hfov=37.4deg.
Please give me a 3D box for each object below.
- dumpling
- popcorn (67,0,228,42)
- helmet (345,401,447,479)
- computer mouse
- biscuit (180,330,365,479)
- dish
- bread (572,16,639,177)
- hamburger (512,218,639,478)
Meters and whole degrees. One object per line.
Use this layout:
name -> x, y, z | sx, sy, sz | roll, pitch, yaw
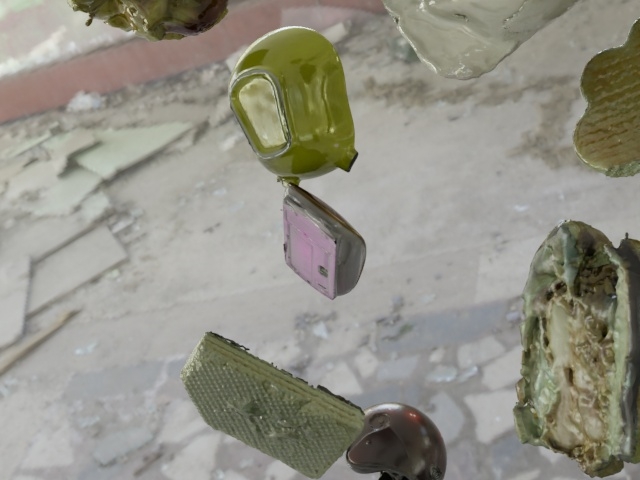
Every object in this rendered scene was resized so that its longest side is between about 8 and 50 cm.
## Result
dumpling -> 0.222, -0.379, 1.126 | 0.181, 0.260, 0.341 | -43, -2, -40
popcorn -> -0.187, -0.321, 1.047 | 0.189, 0.218, 0.169 | -23, 47, 12
helmet -> 0.139, 0.404, 1.782 | 0.193, 0.189, 0.216 | -38, 41, -15
computer mouse -> 0.000, 0.000, 1.594 | 0.158, 0.310, 0.072 | 37, 71, 15
biscuit -> -0.077, 0.230, 1.294 | 0.150, 0.252, 0.052 | -53, 10, 41
dish -> -0.065, -0.207, 1.534 | 0.221, 0.262, 0.108 | -14, 8, 39
bread -> 0.454, -0.202, 1.202 | 0.287, 0.056, 0.207 | -14, 71, 29
hamburger -> 0.312, 0.110, 0.985 | 0.192, 0.287, 0.168 | -12, 20, -39
